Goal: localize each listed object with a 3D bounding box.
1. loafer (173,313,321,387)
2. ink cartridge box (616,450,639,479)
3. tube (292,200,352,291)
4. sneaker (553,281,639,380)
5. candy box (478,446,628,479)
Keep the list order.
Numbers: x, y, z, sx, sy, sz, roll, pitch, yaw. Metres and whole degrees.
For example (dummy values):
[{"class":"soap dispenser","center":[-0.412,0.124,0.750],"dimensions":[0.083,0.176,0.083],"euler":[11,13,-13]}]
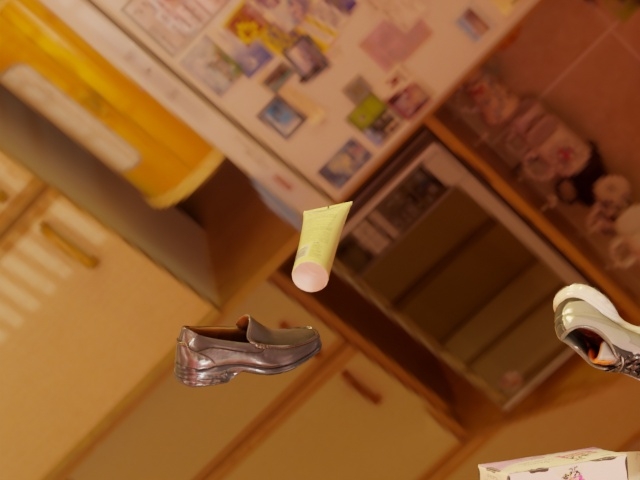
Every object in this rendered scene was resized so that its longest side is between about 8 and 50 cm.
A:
[{"class":"loafer","center":[-0.074,0.109,1.272],"dimensions":[0.170,0.061,0.062],"euler":[-10,-159,-30]},{"class":"ink cartridge box","center":[0.475,0.426,1.968],"dimensions":[0.082,0.191,0.139],"euler":[-52,-53,-50]},{"class":"tube","center":[0.000,0.000,2.040],"dimensions":[0.070,0.062,0.240],"euler":[24,-149,-7]},{"class":"sneaker","center":[0.481,0.180,1.889],"dimensions":[0.271,0.100,0.108],"euler":[30,-138,-5]},{"class":"candy box","center":[0.273,0.347,1.373],"dimensions":[0.165,0.196,0.070],"euler":[-3,180,-22]}]
